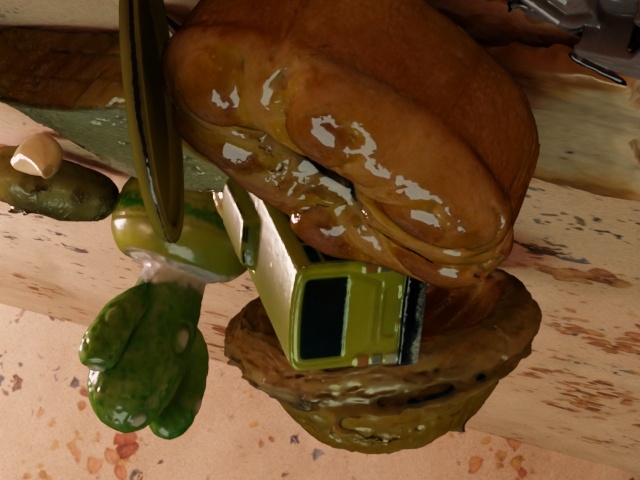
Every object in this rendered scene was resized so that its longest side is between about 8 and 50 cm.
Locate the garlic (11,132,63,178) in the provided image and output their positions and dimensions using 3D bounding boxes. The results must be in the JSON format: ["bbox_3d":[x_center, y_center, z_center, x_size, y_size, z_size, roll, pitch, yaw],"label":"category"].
[{"bbox_3d":[-0.333,-0.101,2.060,0.041,0.053,0.083,43,168,-36],"label":"garlic"}]

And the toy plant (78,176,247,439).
[{"bbox_3d":[-0.193,0.082,2.115,0.184,0.316,0.224,7,168,32],"label":"toy plant"}]

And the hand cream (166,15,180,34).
[{"bbox_3d":[-0.099,-0.163,1.555,0.057,0.037,0.165,46,-174,32],"label":"hand cream"}]

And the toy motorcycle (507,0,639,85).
[{"bbox_3d":[0.214,-0.151,1.156,0.215,0.080,0.122,19,168,-3],"label":"toy motorcycle"}]

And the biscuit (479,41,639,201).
[{"bbox_3d":[0.185,-0.108,1.469,0.204,0.040,0.309,11,167,16],"label":"biscuit"}]

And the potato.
[{"bbox_3d":[-0.338,-0.066,2.156,0.188,0.085,0.105,14,-175,-22],"label":"potato"}]

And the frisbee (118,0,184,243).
[{"bbox_3d":[-0.131,-0.114,1.359,0.017,0.236,0.236,-6,166,2],"label":"frisbee"}]

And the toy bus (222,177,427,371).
[{"bbox_3d":[0.000,0.000,1.623,0.150,0.128,0.262,-5,-148,-15],"label":"toy bus"}]

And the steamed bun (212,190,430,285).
[{"bbox_3d":[0.013,0.001,1.949,0.292,0.137,0.295,19,169,-19],"label":"steamed bun"}]

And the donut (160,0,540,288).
[{"bbox_3d":[0.025,-0.090,1.355,0.299,0.150,0.317,21,163,17],"label":"donut"}]

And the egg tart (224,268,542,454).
[{"bbox_3d":[0.075,0.138,2.082,0.388,0.169,0.388,-7,-159,3],"label":"egg tart"}]

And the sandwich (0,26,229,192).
[{"bbox_3d":[-0.188,-0.124,1.718,0.226,0.087,0.251,5,165,32],"label":"sandwich"}]
